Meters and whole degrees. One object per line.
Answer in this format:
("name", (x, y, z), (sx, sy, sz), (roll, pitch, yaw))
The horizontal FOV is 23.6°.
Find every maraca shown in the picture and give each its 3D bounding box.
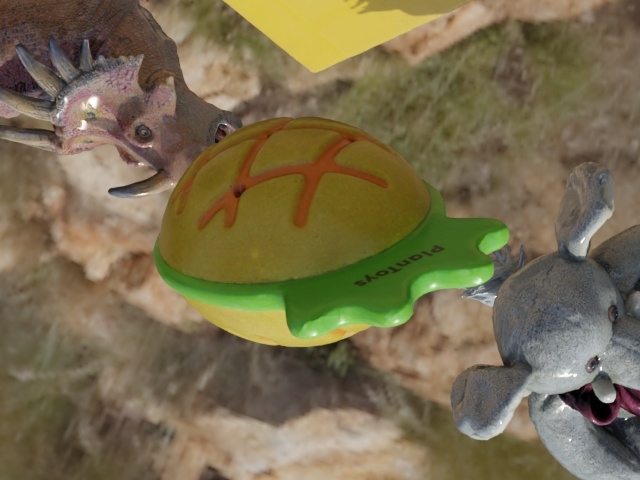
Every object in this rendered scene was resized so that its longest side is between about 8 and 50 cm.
("maraca", (0.000, 0.000, 0.671), (0.186, 0.127, 0.099), (23, 136, 55))

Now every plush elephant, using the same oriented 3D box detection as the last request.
("plush elephant", (0.250, 0.085, 1.325), (0.330, 0.271, 0.255), (23, -175, 15))

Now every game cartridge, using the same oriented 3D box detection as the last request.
("game cartridge", (0.029, -0.307, 1.499), (0.324, 0.052, 0.285), (-21, 140, 33))

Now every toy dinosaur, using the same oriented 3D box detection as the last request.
("toy dinosaur", (-0.185, -0.119, 0.980), (0.296, 0.200, 0.127), (-2, 145, 34))
